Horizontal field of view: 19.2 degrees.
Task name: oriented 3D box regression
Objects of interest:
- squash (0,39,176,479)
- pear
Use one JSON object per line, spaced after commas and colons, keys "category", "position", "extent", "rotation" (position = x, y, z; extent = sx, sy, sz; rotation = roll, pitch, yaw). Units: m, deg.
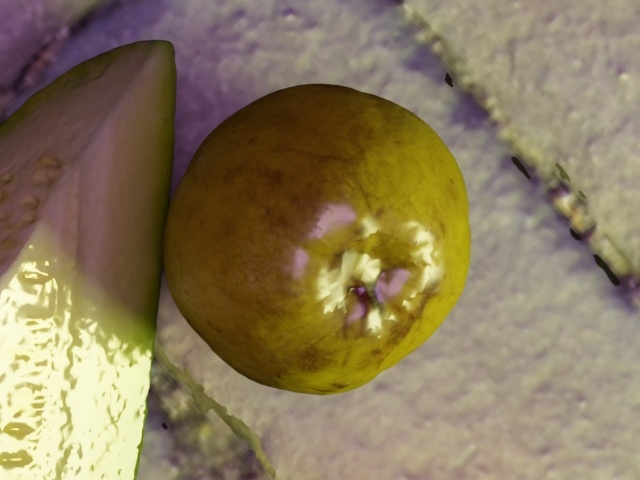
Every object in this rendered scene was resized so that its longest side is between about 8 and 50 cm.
{"category": "squash", "position": [-0.185, 0.041, 0.891], "extent": [0.203, 0.111, 0.289], "rotation": [2, 94, -42]}
{"category": "pear", "position": [0.000, 0.000, 0.896], "extent": [0.149, 0.162, 0.149], "rotation": [-2, 99, -11]}
